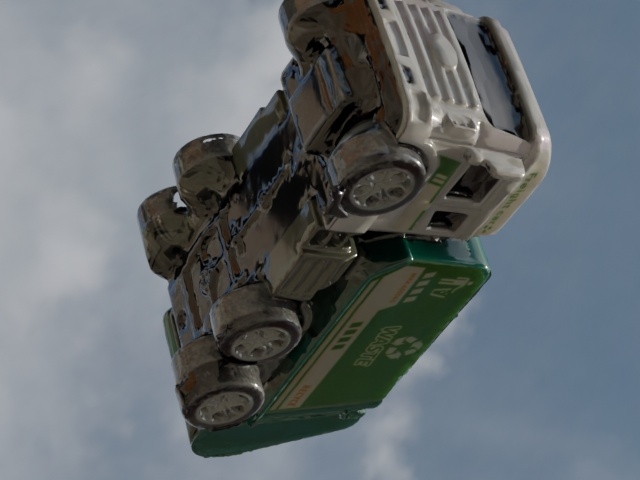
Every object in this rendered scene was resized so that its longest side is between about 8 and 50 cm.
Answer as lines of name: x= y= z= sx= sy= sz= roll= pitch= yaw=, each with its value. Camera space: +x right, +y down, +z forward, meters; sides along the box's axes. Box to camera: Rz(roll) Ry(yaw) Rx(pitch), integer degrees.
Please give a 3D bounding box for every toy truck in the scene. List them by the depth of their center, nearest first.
toy truck: x=0.000 y=0.000 z=0.785 sx=0.124 sy=0.114 sz=0.253 roll=7 pitch=-41 yaw=-32
